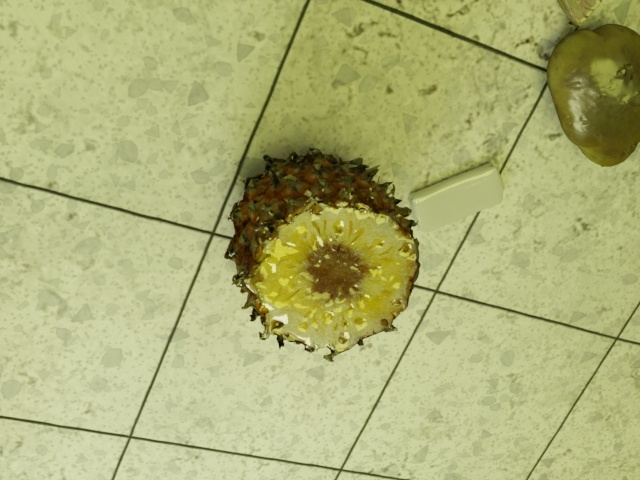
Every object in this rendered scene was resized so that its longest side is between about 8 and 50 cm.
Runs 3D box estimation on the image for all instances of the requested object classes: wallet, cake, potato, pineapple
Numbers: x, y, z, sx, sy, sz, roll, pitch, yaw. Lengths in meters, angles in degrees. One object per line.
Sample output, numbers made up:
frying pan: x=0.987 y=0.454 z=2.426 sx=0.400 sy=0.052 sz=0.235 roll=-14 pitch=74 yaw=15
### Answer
wallet: x=0.270 y=-0.084 z=1.727 sx=0.190 sy=0.033 sz=0.095 roll=-21 pitch=124 yaw=-3
cake: x=0.440 y=-0.445 z=1.561 sx=0.065 sy=0.052 sz=0.121 roll=-38 pitch=121 yaw=13
potato: x=0.531 y=-0.265 z=1.638 sx=0.192 sy=0.141 sz=0.296 roll=-25 pitch=125 yaw=2
pineapple: x=-0.003 y=0.001 z=1.539 sx=0.353 sy=0.300 sz=0.352 roll=-8 pitch=122 yaw=-12
